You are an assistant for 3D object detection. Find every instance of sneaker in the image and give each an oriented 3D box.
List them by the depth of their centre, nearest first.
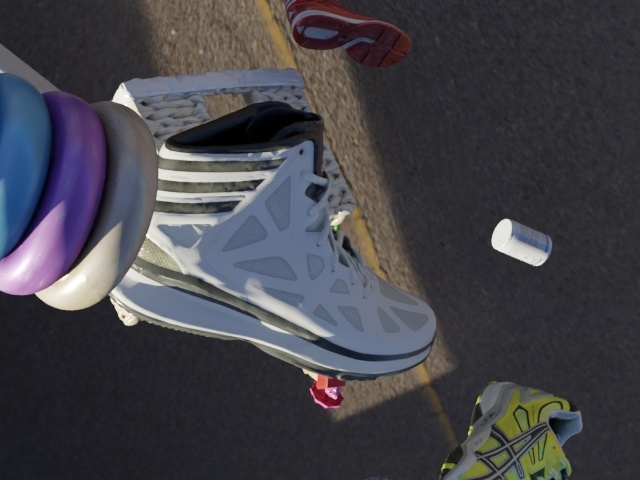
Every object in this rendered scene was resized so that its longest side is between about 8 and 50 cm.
[{"bbox_3d":[0.000,0.000,0.970,0.447,0.169,0.258,17,112,-31],"label":"sneaker"},{"bbox_3d":[0.269,0.336,1.193,0.147,0.385,0.145,-3,123,29],"label":"sneaker"},{"bbox_3d":[0.040,-0.356,1.342,0.221,0.128,0.087,8,138,-37],"label":"sneaker"}]

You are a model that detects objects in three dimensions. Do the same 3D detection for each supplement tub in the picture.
[{"bbox_3d":[0.420,0.004,1.759,0.107,0.071,0.071,22,114,-19],"label":"supplement tub"}]

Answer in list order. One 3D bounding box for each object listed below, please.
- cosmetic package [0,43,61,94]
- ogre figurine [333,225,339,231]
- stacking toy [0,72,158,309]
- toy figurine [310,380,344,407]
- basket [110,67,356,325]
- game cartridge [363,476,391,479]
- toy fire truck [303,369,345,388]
[{"bbox_3d":[-0.554,-0.213,1.230,0.385,0.156,0.217,36,96,10],"label":"cosmetic package"},{"bbox_3d":[-0.051,-0.054,1.637,0.118,0.197,0.097,-16,143,-17],"label":"ogre figurine"},{"bbox_3d":[-0.259,-0.058,0.461,0.330,0.141,0.141,18,118,-42],"label":"stacking toy"},{"bbox_3d":[0.032,0.304,1.933,0.130,0.173,0.159,8,83,-16],"label":"toy figurine"},{"bbox_3d":[-0.182,-0.066,1.328,0.328,0.267,0.331,-14,162,-41],"label":"basket"},{"bbox_3d":[-0.001,0.376,0.735,0.062,0.297,0.198,9,121,35],"label":"game cartridge"},{"bbox_3d":[-0.017,0.238,1.805,0.047,0.192,0.135,0,92,-32],"label":"toy fire truck"}]
